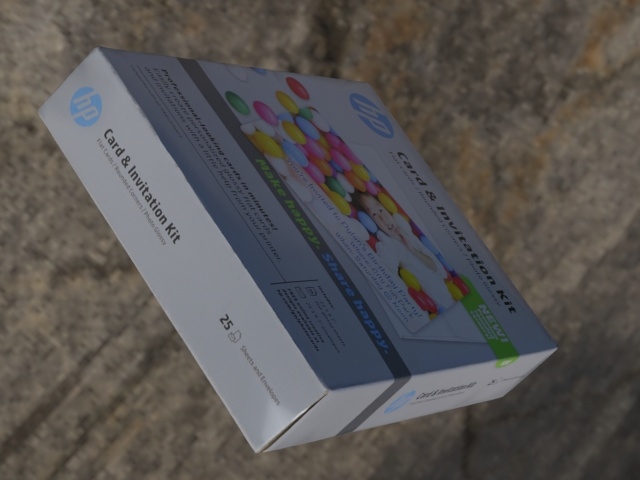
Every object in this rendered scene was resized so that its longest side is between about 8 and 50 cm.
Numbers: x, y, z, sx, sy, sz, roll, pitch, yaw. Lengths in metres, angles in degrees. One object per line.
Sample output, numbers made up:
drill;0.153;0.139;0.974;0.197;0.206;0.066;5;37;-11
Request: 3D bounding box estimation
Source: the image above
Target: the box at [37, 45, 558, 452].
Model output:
box;0.000;0.000;0.603;0.038;0.145;0.186;-42;160;23
